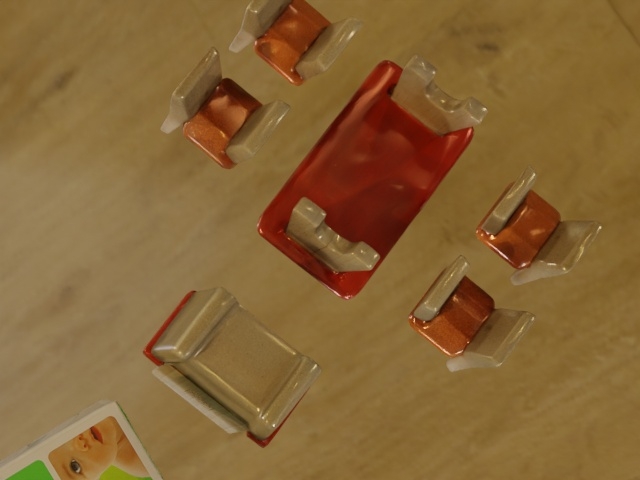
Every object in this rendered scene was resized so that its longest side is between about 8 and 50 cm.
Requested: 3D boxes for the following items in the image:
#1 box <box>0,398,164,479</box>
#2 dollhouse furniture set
[{"bbox_3d":[-0.159,0.264,0.895,0.231,0.127,0.262,-30,90,-14],"label":"box"},{"bbox_3d":[0.000,0.000,0.971,0.262,0.135,0.259,39,76,-5],"label":"dollhouse furniture set"}]
